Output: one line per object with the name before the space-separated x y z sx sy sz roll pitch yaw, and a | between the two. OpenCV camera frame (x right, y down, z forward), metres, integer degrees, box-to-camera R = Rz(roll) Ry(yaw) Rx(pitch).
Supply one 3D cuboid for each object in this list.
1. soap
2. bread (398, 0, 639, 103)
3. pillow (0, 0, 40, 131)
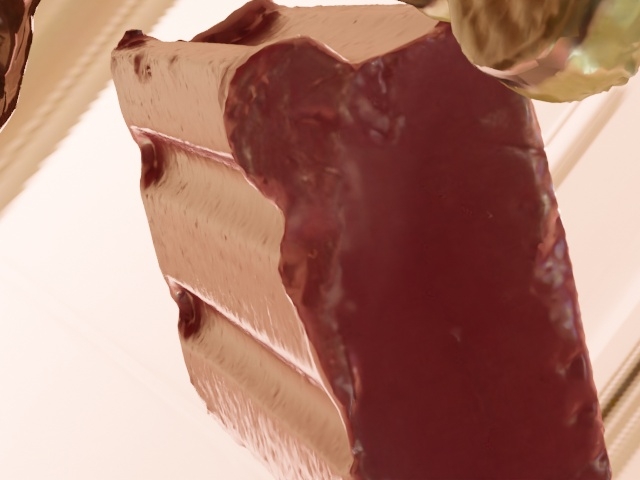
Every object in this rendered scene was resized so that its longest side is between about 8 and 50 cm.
soap | 0.000 0.000 0.923 0.128 0.359 0.233 -17 -79 -13
bread | 0.071 -0.154 0.546 0.056 0.207 0.286 10 -134 -22
pillow | -0.203 -0.081 0.502 0.305 0.108 0.307 11 -103 17
